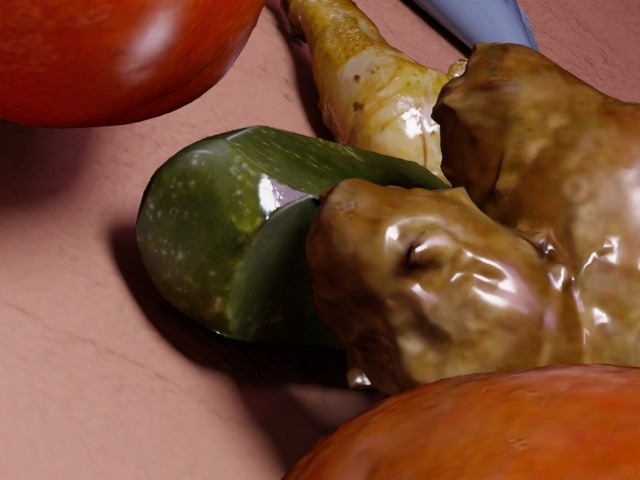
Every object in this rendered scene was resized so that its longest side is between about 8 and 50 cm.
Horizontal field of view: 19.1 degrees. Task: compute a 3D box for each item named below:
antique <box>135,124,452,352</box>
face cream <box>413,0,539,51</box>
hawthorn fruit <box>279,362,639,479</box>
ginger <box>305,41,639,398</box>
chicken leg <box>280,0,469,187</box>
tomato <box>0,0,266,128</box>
[{"bbox_3d":[0.000,0.000,0.912,0.080,0.081,0.221,37,14,32],"label":"antique"},{"bbox_3d":[0.061,-0.240,1.432,0.385,0.086,0.136,39,27,-37],"label":"face cream"},{"bbox_3d":[0.088,0.186,0.579,0.295,0.295,0.311,42,25,-19],"label":"hawthorn fruit"},{"bbox_3d":[0.114,0.081,0.838,0.274,0.152,0.358,10,72,-16],"label":"ginger"},{"bbox_3d":[0.035,-0.100,1.161,0.101,0.085,0.207,-11,49,-26],"label":"chicken leg"},{"bbox_3d":[-0.127,-0.211,0.766,0.293,0.290,0.325,27,27,1],"label":"tomato"}]
